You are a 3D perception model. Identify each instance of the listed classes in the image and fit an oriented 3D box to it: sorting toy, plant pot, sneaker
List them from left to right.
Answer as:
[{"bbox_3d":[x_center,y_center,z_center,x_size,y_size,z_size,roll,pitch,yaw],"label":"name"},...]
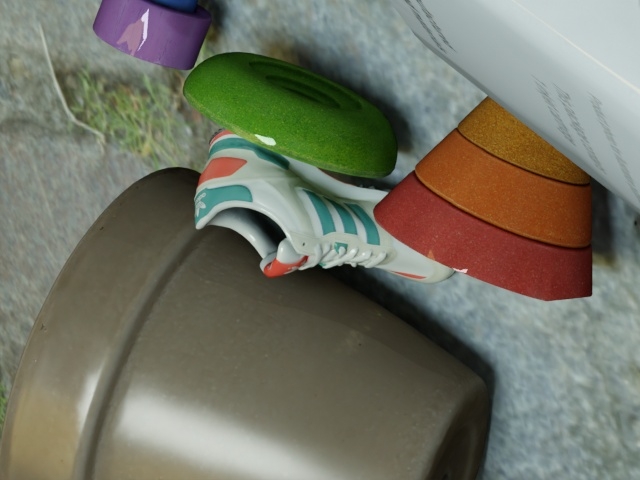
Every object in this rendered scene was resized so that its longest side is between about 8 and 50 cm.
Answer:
[{"bbox_3d":[-0.028,0.111,1.101,0.229,0.263,0.263,18,132,18],"label":"plant pot"},{"bbox_3d":[0.000,0.000,1.045,0.161,0.075,0.057,27,144,-11],"label":"sneaker"},{"bbox_3d":[0.020,-0.102,0.998,0.365,0.127,0.126,34,109,35],"label":"sorting toy"}]

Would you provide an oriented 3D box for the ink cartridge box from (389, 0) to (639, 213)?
[{"bbox_3d":[0.236,-0.073,0.451,0.395,0.285,0.166,40,-179,22],"label":"ink cartridge box"}]
